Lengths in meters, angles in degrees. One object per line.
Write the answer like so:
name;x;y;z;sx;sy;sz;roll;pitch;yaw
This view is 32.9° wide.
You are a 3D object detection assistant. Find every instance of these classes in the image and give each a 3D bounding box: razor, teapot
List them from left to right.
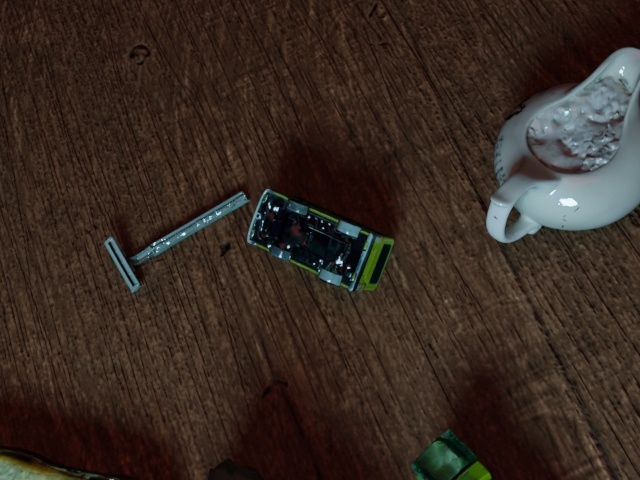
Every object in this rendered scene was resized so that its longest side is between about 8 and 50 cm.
razor;-0.196;-0.012;1.549;0.211;0.036;0.084;-29;81;-10
teapot;0.318;-0.103;1.388;0.208;0.166;0.299;37;65;18

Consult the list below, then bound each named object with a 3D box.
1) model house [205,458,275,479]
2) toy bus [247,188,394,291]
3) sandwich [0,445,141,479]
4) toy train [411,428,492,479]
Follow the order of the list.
model house;-0.071;0.409;1.184;0.237;0.202;0.237;28;94;-9
toy bus;0.000;0.000;1.440;0.175;0.101;0.088;24;99;27
sandwich;-0.340;0.398;1.301;0.301;0.099;0.271;9;64;21
toy train;0.189;0.311;1.187;0.083;0.132;0.200;-43;56;-10
